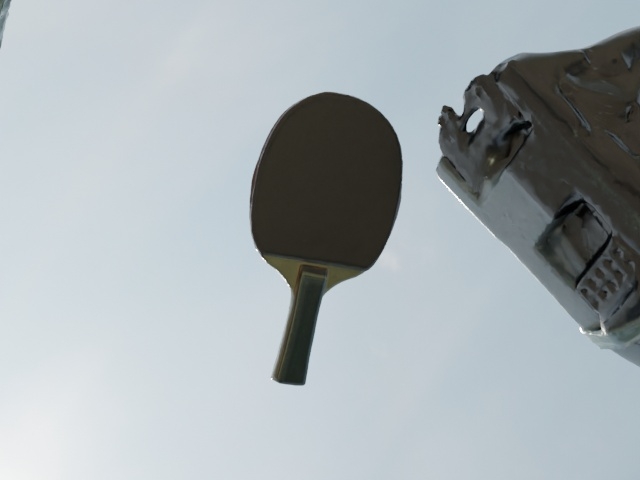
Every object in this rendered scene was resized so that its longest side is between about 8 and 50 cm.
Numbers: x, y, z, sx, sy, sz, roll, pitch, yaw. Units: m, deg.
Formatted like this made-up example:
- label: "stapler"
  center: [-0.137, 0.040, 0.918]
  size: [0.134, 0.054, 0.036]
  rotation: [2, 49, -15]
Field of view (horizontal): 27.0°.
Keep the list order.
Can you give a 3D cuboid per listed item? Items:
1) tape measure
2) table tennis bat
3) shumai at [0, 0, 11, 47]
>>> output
- label: "tape measure"
  center: [0.174, -0.018, 0.629]
  size: [0.182, 0.107, 0.181]
  rotation: [-17, -117, -36]
- label: "table tennis bat"
  center: [0.000, 0.000, 1.355]
  size: [0.022, 0.173, 0.301]
  rotation: [18, -83, 61]
- label: "shumai"
  center: [-0.374, -0.194, 0.886]
  size: [0.263, 0.304, 0.309]
  rotation: [32, -98, 10]
